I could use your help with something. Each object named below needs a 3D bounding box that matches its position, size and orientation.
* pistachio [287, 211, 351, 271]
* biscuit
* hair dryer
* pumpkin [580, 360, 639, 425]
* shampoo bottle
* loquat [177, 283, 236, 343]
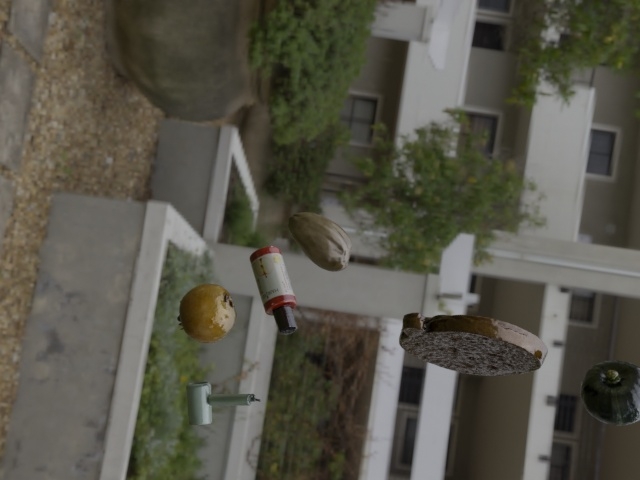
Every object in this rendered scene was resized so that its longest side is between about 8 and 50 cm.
[{"bbox_3d":[0.000,0.000,2.192,0.108,0.185,0.126,-52,-167,-33],"label":"pistachio"},{"bbox_3d":[0.347,0.239,2.172,0.394,0.350,0.070,-16,-127,57],"label":"biscuit"},{"bbox_3d":[-0.143,0.244,1.348,0.038,0.124,0.063,3,83,-67],"label":"hair dryer"},{"bbox_3d":[0.689,0.352,2.093,0.167,0.167,0.125,-82,178,-53],"label":"pumpkin"},{"bbox_3d":[-0.137,0.161,2.812,0.104,0.104,0.278,99,-25,-63],"label":"shampoo bottle"},{"bbox_3d":[-0.282,0.182,2.250,0.137,0.163,0.163,15,82,-60],"label":"loquat"}]
